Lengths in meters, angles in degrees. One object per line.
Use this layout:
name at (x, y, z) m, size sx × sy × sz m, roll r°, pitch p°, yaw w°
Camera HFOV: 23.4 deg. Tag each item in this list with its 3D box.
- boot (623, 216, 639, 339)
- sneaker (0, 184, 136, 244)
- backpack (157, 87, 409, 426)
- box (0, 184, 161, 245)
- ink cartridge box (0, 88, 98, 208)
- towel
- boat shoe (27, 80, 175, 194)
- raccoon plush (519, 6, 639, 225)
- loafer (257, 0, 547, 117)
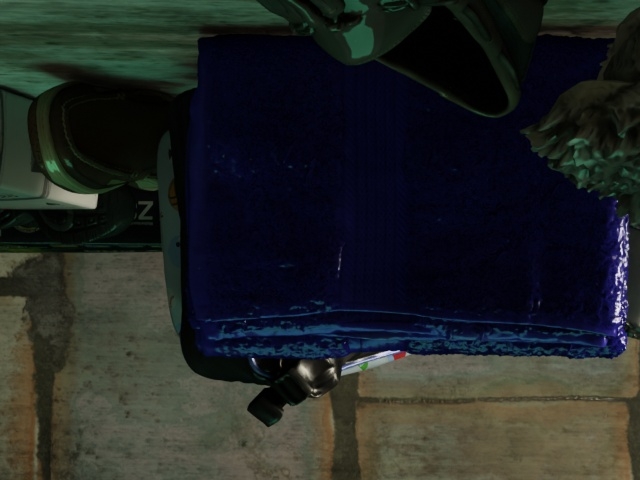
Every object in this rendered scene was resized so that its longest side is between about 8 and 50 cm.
boot at (0.413, 0.019, 1.882) m, size 0.246 × 0.207 × 0.094 m, roll 0°, pitch 176°, yaw 2°
sneaker at (-0.302, -0.057, 1.862) m, size 0.130 × 0.109 × 0.286 m, roll -4°, pitch -170°, yaw -43°
backpack at (0.006, -0.011, 1.242) m, size 0.263 × 0.277 × 0.213 m, roll -5°, pitch -175°, yaw -32°
box at (-0.320, -0.032, 2.172) m, size 0.394 × 0.097 × 0.318 m, roll 0°, pitch 179°, yaw -2°
ink cartridge box at (-0.317, -0.080, 1.424) m, size 0.158 × 0.092 × 0.218 m, roll 0°, pitch 175°, yaw 15°
towel at (0.060, -0.027, 1.051) m, size 0.308 × 0.228 × 0.076 m, roll 0°, pitch -171°, yaw 5°
boat shoe at (-0.152, -0.093, 1.299) m, size 0.095 × 0.095 × 0.257 m, roll -13°, pitch 179°, yaw 17°
raccoon plush at (0.267, 0.044, 0.750) m, size 0.216 × 0.446 × 0.299 m, roll -21°, pitch -174°, yaw 31°
loafer at (0.039, -0.118, 0.759) m, size 0.096 × 0.084 × 0.267 m, roll -1°, pitch 176°, yaw 35°
